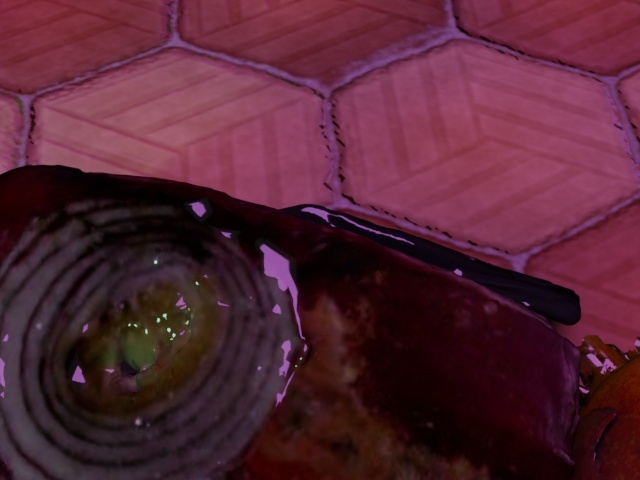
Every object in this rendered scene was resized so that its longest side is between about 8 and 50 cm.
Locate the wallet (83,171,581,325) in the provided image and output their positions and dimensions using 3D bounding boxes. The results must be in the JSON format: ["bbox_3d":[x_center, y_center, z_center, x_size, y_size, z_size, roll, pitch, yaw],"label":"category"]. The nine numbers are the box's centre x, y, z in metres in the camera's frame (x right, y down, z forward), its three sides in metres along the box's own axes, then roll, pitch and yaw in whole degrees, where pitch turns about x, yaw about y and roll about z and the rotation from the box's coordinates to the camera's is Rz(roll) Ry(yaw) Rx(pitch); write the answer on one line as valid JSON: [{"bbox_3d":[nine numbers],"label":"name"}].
[{"bbox_3d":[0.000,0.000,0.905,0.323,0.041,0.247,12,0,7],"label":"wallet"}]

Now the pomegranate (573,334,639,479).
[{"bbox_3d":[0.215,0.134,0.772,0.210,0.210,0.235,-17,50,-21],"label":"pomegranate"}]

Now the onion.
[{"bbox_3d":[-0.056,0.117,0.719,0.337,0.282,0.260,16,75,10],"label":"onion"}]
